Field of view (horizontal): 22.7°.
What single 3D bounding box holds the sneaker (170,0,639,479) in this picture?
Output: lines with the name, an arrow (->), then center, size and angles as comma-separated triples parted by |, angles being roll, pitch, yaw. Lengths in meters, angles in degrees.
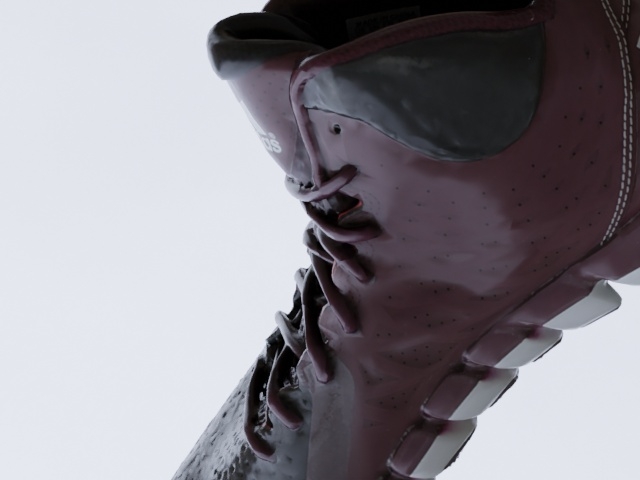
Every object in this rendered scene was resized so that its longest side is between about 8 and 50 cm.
sneaker -> 0.000, 0.000, 0.533 | 0.162, 0.281, 0.106 | 33, -159, -32
